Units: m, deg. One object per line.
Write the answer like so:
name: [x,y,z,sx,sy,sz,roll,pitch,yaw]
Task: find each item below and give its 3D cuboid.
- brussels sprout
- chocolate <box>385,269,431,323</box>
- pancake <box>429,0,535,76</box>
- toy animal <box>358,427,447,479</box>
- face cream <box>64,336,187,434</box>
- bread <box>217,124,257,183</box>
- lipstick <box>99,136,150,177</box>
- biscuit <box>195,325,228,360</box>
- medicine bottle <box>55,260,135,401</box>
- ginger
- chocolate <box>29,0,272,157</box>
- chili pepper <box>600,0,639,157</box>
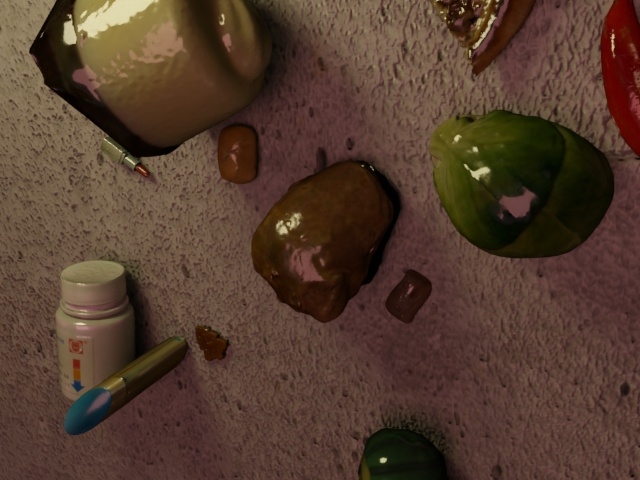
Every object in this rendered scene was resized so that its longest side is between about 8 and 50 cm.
brussels sprout: [0.294,-0.089,1.001,0.271,0.210,0.220,40,114,26]
chocolate: [0.163,0.108,1.210,0.064,0.031,0.101,36,115,5]
pancake: [0.256,-0.415,0.994,0.212,0.056,0.258,-31,91,28]
toy animal: [0.176,0.519,1.244,0.191,0.216,0.339,-10,99,-1]
face cream: [-0.405,0.300,1.381,0.067,0.285,0.139,49,119,4]
bread: [-0.165,-0.164,1.261,0.082,0.056,0.115,11,110,20]
lipstick: [-0.408,-0.172,1.384,0.129,0.030,0.030,37,117,11]
biscuit: [-0.244,0.225,1.438,0.092,0.016,0.082,48,123,6]
medicine bottle: [-0.503,0.204,1.462,0.170,0.170,0.293,12,111,21]
ginger: [-0.003,-0.002,1.150,0.200,0.223,0.270,29,120,23]
chocolate: [-0.247,-0.345,1.102,0.296,0.314,0.326,-27,130,29]
chili pepper: [0.502,-0.181,0.938,0.137,0.092,0.369,-38,91,18]
